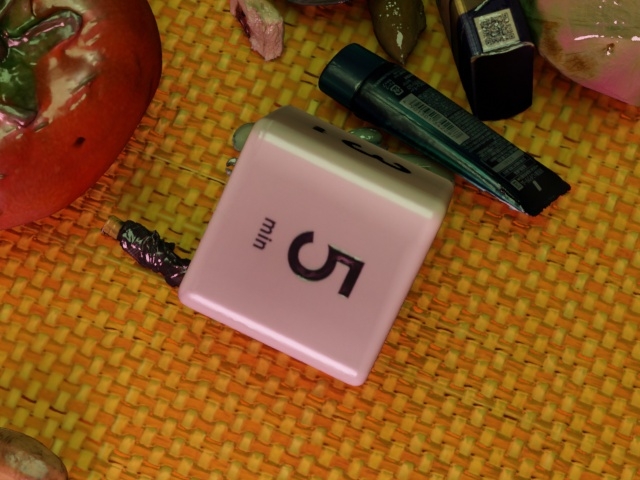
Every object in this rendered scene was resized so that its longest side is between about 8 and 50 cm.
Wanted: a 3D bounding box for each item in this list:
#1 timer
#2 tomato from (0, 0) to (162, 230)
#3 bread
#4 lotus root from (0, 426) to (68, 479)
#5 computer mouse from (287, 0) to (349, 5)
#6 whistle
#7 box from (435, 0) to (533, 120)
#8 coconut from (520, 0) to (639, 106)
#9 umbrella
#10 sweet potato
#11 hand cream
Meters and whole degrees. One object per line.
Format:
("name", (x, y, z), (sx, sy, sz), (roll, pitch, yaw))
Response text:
("timer", (0.000, 0.000, 1.778), (0.195, 0.192, 0.194), (26, 100, 2))
("tomato", (-0.328, -0.167, 1.854), (0.341, 0.273, 0.341), (2, 81, -11))
("bread", (-0.068, -0.238, 1.975), (0.035, 0.070, 0.083), (-27, 69, -16))
("lotus root", (-0.288, 0.223, 1.807), (0.152, 0.063, 0.072), (27, 110, 7))
("computer mouse", (-0.008, -0.293, 1.983), (0.192, 0.062, 0.106), (18, 51, 21))
("whistle", (0.021, -0.071, 1.908), (0.235, 0.077, 0.114), (3, 58, 0))
("box", (0.154, -0.270, 1.931), (0.071, 0.168, 0.259), (-17, 70, -1))
("coconut", (0.304, -0.246, 1.884), (0.204, 0.236, 0.236), (-15, 69, -11))
("umbrella", (-0.159, 0.019, 1.896), (0.144, 0.037, 0.040), (34, 87, 10))
("sweet potato", (0.078, -0.269, 1.994), (0.068, 0.060, 0.206), (10, 61, -33))
("hand cream", (0.127, -0.112, 1.914), (0.270, 0.120, 0.061), (32, 117, 14))
